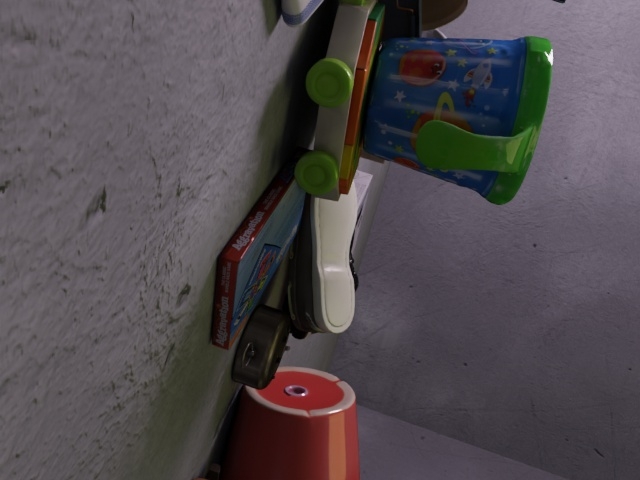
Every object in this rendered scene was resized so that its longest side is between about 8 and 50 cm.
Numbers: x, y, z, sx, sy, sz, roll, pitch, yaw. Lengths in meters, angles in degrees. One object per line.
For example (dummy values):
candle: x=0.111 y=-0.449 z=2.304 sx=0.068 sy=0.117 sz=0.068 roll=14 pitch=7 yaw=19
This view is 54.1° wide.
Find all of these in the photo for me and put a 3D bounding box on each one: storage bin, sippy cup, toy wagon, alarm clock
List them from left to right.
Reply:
alarm clock: x=-0.092 y=0.170 z=0.977 sx=0.192 sy=0.064 sz=0.129 roll=14 pitch=94 yaw=-79
toy wagon: x=0.036 y=-0.228 z=0.843 sx=0.267 sy=0.068 sz=0.344 roll=-70 pitch=171 yaw=-57
storage bin: x=0.107 y=-0.360 z=0.954 sx=0.098 sy=0.091 sz=0.135 roll=-58 pitch=145 yaw=-69
sippy cup: x=0.182 y=-0.187 z=0.895 sx=0.305 sy=0.224 sz=0.240 roll=59 pitch=43 yaw=-82

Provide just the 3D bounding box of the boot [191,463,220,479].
boot: x=-0.178 y=0.392 z=0.934 sx=0.118 sy=0.042 sz=0.087 roll=-31 pitch=141 yaw=-78

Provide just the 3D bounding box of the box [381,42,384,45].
box: x=0.129 y=-0.327 z=1.171 sx=0.126 sy=0.072 sz=0.137 roll=-35 pitch=113 yaw=-79

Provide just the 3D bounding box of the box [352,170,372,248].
box: x=0.023 y=0.006 z=1.318 sx=0.169 sy=0.087 sz=0.290 roll=-64 pitch=169 yaw=-47

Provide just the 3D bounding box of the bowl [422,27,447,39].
bowl: x=0.217 y=-0.348 z=1.498 sx=0.298 sy=0.134 sz=0.297 roll=161 pitch=-90 yaw=-76

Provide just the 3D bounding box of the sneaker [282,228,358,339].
sneaker: x=0.020 y=0.056 z=1.191 sx=0.124 sy=0.107 sz=0.283 roll=-12 pitch=136 yaw=-38

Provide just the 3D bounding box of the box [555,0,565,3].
box: x=0.290 y=-0.566 z=1.056 sx=0.343 sy=0.313 sz=0.179 roll=-64 pitch=169 yaw=-51

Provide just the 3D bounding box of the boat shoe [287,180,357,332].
boat shoe: x=-0.003 y=-0.001 z=1.029 sx=0.109 sy=0.091 sz=0.305 roll=13 pitch=74 yaw=-45

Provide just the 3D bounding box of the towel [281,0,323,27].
towel: x=0.015 y=-0.342 z=0.536 sx=0.209 sy=0.034 sz=0.285 roll=-55 pitch=167 yaw=-14

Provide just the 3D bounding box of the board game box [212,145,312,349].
board game box: x=-0.072 y=-0.001 z=0.836 sx=0.281 sy=0.027 sz=0.145 roll=-63 pitch=166 yaw=-52

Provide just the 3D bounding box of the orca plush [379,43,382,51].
orca plush: x=0.070 y=-0.213 z=1.084 sx=0.151 sy=0.102 sz=0.287 roll=-38 pitch=145 yaw=-77

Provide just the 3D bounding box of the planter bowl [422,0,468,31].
planter bowl: x=0.227 y=-0.542 z=1.352 sx=0.162 sy=0.162 sz=0.109 roll=75 pitch=7 yaw=-77

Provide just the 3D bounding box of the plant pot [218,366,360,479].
plant pot: x=-0.049 y=0.370 z=1.098 sx=0.275 sy=0.275 sz=0.243 roll=-42 pitch=139 yaw=-76

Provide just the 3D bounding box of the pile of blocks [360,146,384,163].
pile of blocks: x=0.139 y=-0.274 z=1.410 sx=0.362 sy=0.113 sz=0.149 roll=51 pitch=58 yaw=-82
